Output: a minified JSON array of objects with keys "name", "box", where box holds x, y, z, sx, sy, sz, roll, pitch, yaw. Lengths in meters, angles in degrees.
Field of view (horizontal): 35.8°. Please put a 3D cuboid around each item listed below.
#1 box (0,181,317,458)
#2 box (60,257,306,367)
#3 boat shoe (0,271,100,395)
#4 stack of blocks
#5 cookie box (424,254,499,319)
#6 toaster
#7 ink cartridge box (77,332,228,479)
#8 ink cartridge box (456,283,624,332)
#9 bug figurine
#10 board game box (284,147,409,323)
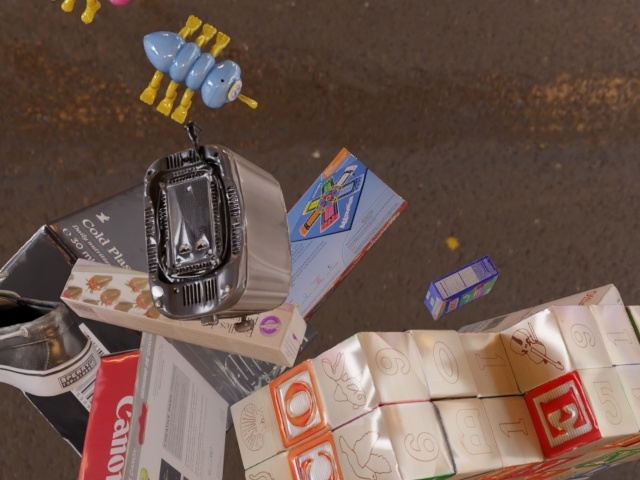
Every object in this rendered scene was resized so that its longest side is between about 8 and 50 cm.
[{"name":"box","box":[-0.326,0.169,1.924,0.480,0.297,0.472,48,24,1]},{"name":"box","box":[-0.180,0.091,1.284,0.324,0.067,0.063,10,66,21]},{"name":"boat shoe","box":[-0.375,0.100,1.125,0.306,0.105,0.113,6,35,46]},{"name":"stack of blocks","box":[0.114,0.114,0.651,0.297,0.171,0.087,5,60,-42]},{"name":"cookie box","box":[0.228,0.078,1.613,0.107,0.092,0.040,-25,70,-12]},{"name":"toaster","box":[-0.114,-0.010,1.132,0.129,0.146,0.227,-13,75,23]},{"name":"ink cartridge box","box":[-0.253,0.317,1.417,0.130,0.272,0.309,-13,49,17]},{"name":"ink cartridge box","box":[0.311,0.182,1.490,0.201,0.278,0.117,-31,98,-54]},{"name":"bug figurine","box":[-0.104,-0.250,0.822,0.216,0.072,0.279,27,88,-5]},{"name":"board game box","box":[0.000,0.000,1.625,0.145,0.027,0.281,43,97,20]}]
